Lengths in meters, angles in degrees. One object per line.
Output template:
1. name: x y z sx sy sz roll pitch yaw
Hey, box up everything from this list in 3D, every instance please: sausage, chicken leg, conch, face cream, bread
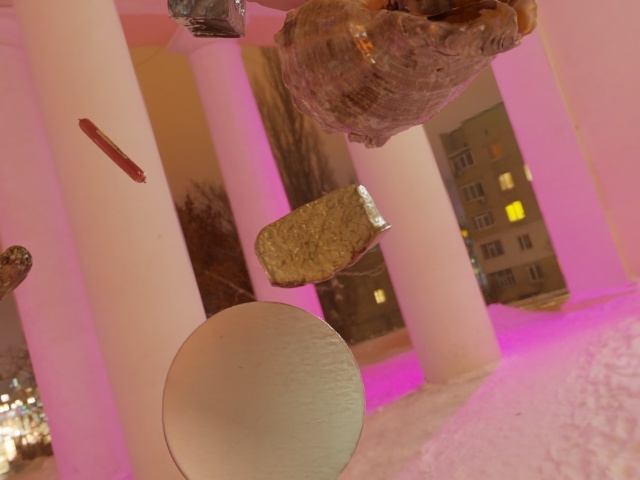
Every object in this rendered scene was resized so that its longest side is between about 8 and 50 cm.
1. sausage: -0.439 -0.190 1.315 0.029 0.223 0.029 -44 -16 -16
2. chicken leg: -0.710 0.090 1.396 0.070 0.178 0.093 17 -23 16
3. conch: 0.121 -0.262 0.857 0.352 0.297 0.210 16 -26 27
4. face cream: -0.074 0.199 0.736 0.218 0.218 0.179 -15 -17 -17
5. bread: 0.004 -0.002 0.725 0.156 0.086 0.125 -28 -1 10

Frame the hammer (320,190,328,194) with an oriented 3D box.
1. hammer: 0.052 -0.129 1.870 0.122 0.029 0.014 11 -66 -34

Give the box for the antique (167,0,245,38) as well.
1. antique: -0.164 -0.360 0.938 0.085 0.088 0.183 2 9 1

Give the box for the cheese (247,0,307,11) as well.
1. cheese: -0.068 -0.646 1.574 0.202 0.128 0.177 -10 -11 25
